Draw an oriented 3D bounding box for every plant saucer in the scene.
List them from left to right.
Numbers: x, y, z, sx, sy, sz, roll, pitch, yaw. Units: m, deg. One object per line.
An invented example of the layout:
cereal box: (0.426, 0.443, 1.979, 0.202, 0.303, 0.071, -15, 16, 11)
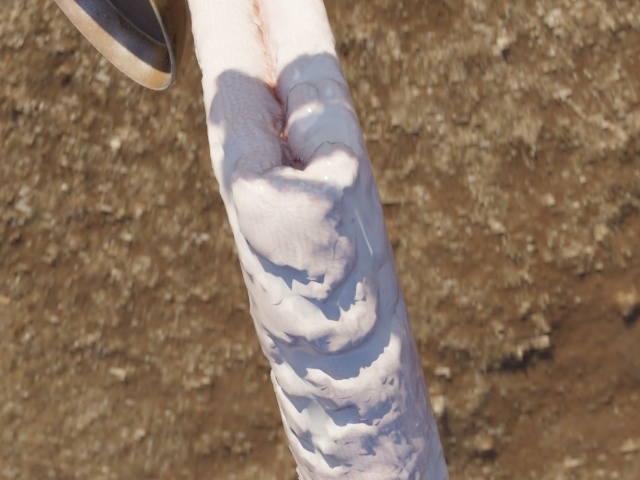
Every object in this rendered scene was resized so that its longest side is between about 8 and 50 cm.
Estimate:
plant saucer: (-0.121, -0.155, 0.782, 0.029, 0.168, 0.168, -38, 121, -16)

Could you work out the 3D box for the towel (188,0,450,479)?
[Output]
towel: (0.000, 0.000, 0.613, 0.053, 0.317, 0.332, -16, 134, 2)
